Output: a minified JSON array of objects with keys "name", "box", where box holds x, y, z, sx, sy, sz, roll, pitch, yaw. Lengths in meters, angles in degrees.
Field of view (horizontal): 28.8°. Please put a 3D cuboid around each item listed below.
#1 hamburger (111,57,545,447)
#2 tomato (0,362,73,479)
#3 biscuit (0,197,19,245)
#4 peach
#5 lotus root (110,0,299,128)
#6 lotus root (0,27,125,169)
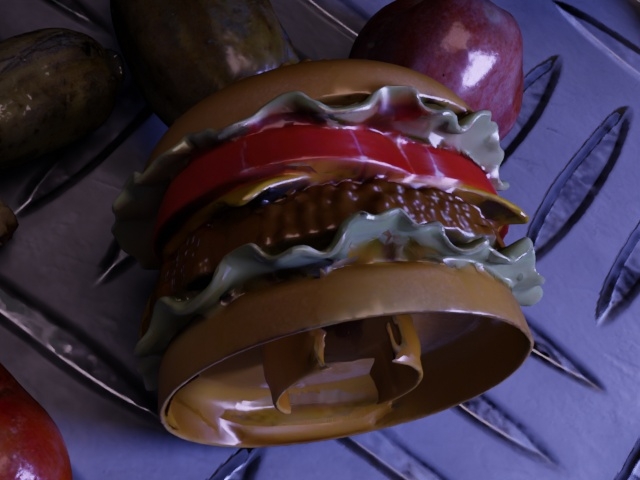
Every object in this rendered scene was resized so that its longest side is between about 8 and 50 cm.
[{"name":"hamburger","box":[0.000,0.000,0.825,0.274,0.274,0.212,-2,64,-21]},{"name":"tomato","box":[-0.261,0.143,0.761,0.225,0.085,0.225,7,60,-13]},{"name":"biscuit","box":[-0.268,0.003,0.815,0.118,0.061,0.183,0,32,-5]},{"name":"peach","box":[0.087,-0.130,1.015,0.152,0.152,0.152,9,59,-15]},{"name":"lotus root","box":[-0.094,-0.161,0.956,0.123,0.124,0.241,-25,52,-8]},{"name":"lotus root","box":[-0.216,-0.104,0.913,0.179,0.080,0.089,-32,95,-43]}]
